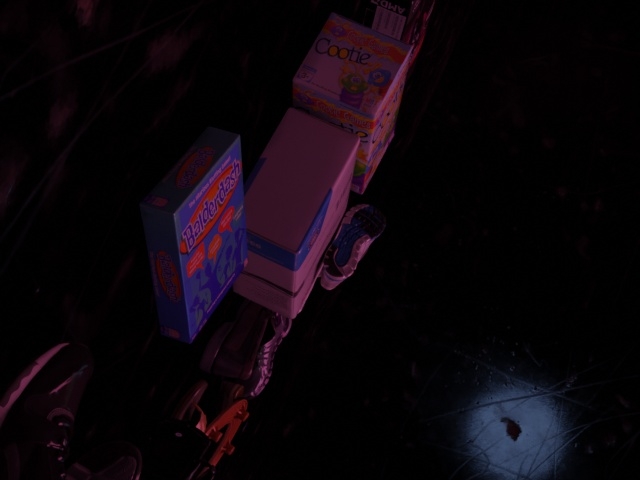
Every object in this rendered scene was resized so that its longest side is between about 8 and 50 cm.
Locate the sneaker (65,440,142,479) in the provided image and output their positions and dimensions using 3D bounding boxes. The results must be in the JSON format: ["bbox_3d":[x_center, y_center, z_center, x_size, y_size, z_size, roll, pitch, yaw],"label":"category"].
[{"bbox_3d":[-0.309,0.357,1.142,0.228,0.086,0.132,-53,174,-14],"label":"sneaker"}]

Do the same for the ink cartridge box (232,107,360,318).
[{"bbox_3d":[-0.047,-0.034,1.458,0.307,0.129,0.223,97,18,-66],"label":"ink cartridge box"}]

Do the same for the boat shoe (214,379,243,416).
[{"bbox_3d":[-0.198,0.341,1.880,0.056,0.049,0.152,-45,164,-44],"label":"boat shoe"}]

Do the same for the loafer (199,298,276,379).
[{"bbox_3d":[-0.131,0.183,1.683,0.109,0.095,0.302,-68,172,22],"label":"loafer"}]

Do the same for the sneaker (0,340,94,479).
[{"bbox_3d":[-0.268,0.234,0.826,0.107,0.124,0.283,101,16,-62],"label":"sneaker"}]

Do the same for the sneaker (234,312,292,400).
[{"bbox_3d":[-0.141,0.230,1.922,0.223,0.083,0.098,-67,154,-24],"label":"sneaker"}]

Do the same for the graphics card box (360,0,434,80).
[{"bbox_3d":[0.143,-0.405,1.732,0.371,0.094,0.233,102,15,-55],"label":"graphics card box"}]

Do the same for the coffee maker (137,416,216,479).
[{"bbox_3d":[-0.269,0.405,1.463,0.171,0.120,0.178,-27,146,-39],"label":"coffee maker"}]

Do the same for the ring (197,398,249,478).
[{"bbox_3d":[-0.247,0.471,1.831,0.336,0.032,0.336,-54,168,-17],"label":"ring"}]

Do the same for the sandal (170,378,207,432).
[{"bbox_3d":[-0.239,0.344,1.584,0.090,0.060,0.219,-34,148,-75],"label":"sandal"}]

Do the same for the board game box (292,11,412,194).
[{"bbox_3d":[0.045,-0.216,1.467,0.142,0.144,0.275,-62,171,-21],"label":"board game box"}]

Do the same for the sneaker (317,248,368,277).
[{"bbox_3d":[0.000,0.000,1.755,0.227,0.087,0.130,-16,124,-25],"label":"sneaker"}]

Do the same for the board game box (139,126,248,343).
[{"bbox_3d":[-0.145,-0.005,1.065,0.210,0.047,0.160,90,23,-43],"label":"board game box"}]

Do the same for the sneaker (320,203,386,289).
[{"bbox_3d":[0.049,0.012,1.572,0.190,0.071,0.083,-52,173,-37],"label":"sneaker"}]
